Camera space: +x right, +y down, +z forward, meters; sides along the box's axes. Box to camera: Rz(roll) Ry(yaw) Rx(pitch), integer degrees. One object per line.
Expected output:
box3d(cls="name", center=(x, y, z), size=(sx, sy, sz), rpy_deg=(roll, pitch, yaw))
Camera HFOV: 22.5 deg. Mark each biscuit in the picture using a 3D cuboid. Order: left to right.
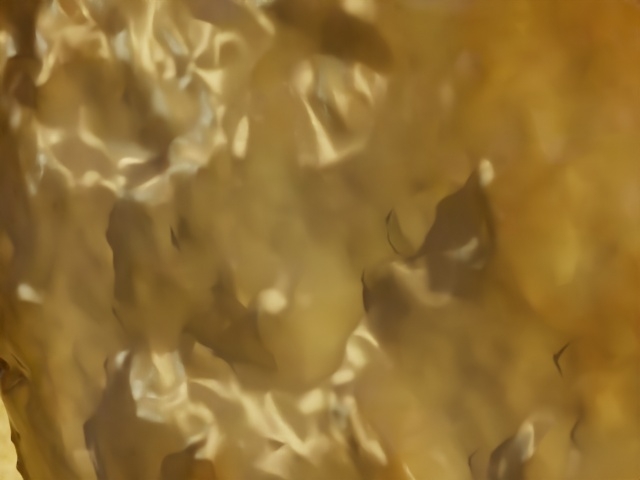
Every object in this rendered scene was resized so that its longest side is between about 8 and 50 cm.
box3d(cls="biscuit", center=(0.001, 0.000, 0.737), size=(0.429, 0.446, 0.104), rpy_deg=(-18, -4, 37))
